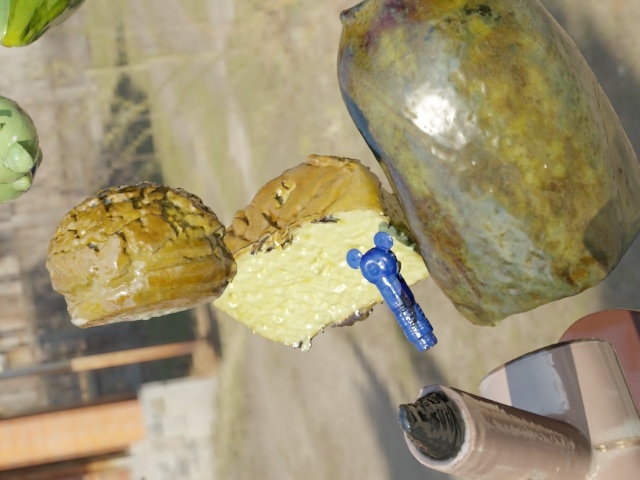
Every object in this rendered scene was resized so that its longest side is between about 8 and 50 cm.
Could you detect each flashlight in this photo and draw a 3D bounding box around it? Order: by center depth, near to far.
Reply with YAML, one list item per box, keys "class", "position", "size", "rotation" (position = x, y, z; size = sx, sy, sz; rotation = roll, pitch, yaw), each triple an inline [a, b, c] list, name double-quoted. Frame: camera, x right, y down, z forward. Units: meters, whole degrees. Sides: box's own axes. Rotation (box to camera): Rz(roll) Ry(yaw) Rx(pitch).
- class: "flashlight"
  position: [0.075, 0.051, 1.551]
  size: [0.121, 0.057, 0.035]
  rotation: [58, -150, 1]

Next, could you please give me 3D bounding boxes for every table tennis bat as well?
- class: "table tennis bat"
  position: [0.318, 0.143, 1.526]
  size: [0.274, 0.021, 0.154]
  rotation: [-1, 84, 50]

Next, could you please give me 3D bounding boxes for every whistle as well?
- class: "whistle"
  position: [-0.328, -0.088, 1.636]
  size: [0.105, 0.085, 0.227]
  rotation: [47, 164, 4]

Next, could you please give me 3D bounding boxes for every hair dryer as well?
- class: "hair dryer"
  position: [0.127, 0.149, 1.021]
  size: [0.344, 0.106, 0.189]
  rotation: [22, -133, -58]

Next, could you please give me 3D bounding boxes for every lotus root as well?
- class: "lotus root"
  position: [0.157, -0.112, 1.591]
  size: [0.346, 0.250, 0.250]
  rotation: [55, 173, -14]

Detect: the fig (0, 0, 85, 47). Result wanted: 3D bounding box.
- class: "fig"
  position: [-0.259, -0.276, 1.436]
  size: [0.233, 0.167, 0.167]
  rotation: [47, 146, 45]

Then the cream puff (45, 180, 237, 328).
- class: "cream puff"
  position: [-0.137, 0.008, 1.204]
  size: [0.126, 0.144, 0.103]
  rotation: [-22, 82, 58]

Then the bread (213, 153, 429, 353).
- class: "bread"
  position: [0.001, -0.003, 1.761]
  size: [0.260, 0.160, 0.147]
  rotation: [-34, 33, 37]
